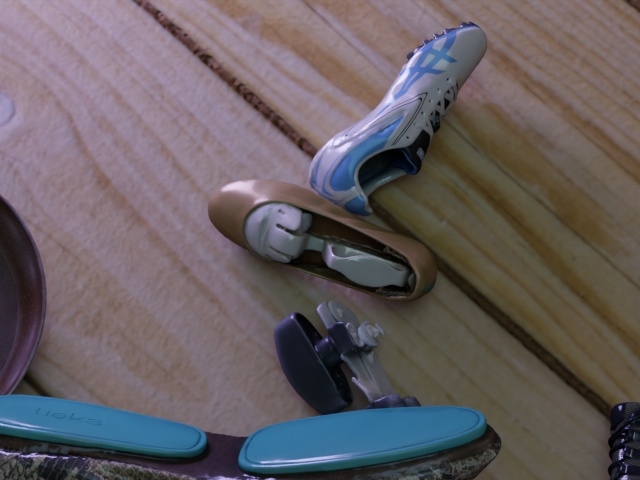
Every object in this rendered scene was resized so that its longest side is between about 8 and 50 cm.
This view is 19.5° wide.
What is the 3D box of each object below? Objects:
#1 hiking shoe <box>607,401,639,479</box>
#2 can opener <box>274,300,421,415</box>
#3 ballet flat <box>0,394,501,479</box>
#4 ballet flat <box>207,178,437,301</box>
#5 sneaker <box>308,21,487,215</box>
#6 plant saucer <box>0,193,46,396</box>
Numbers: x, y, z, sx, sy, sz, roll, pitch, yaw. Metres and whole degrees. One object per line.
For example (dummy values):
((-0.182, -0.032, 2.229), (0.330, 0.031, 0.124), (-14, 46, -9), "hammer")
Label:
((0.294, 0.211, 1.714), (0.227, 0.086, 0.114), (-34, 63, -25), "hiking shoe")
((0.058, 0.178, 1.723), (0.093, 0.074, 0.280), (-39, 69, 19), "can opener")
((-0.083, 0.232, 1.638), (0.482, 0.164, 0.182), (0, 103, 7), "ballet flat")
((0.000, 0.000, 1.773), (0.232, 0.073, 0.080), (17, 108, 4), "ballet flat")
((0.090, -0.117, 1.831), (0.086, 0.085, 0.237), (37, 75, 22), "sneaker")
((-0.411, 0.066, 1.747), (0.310, 0.050, 0.311), (1, 67, -3), "plant saucer")
